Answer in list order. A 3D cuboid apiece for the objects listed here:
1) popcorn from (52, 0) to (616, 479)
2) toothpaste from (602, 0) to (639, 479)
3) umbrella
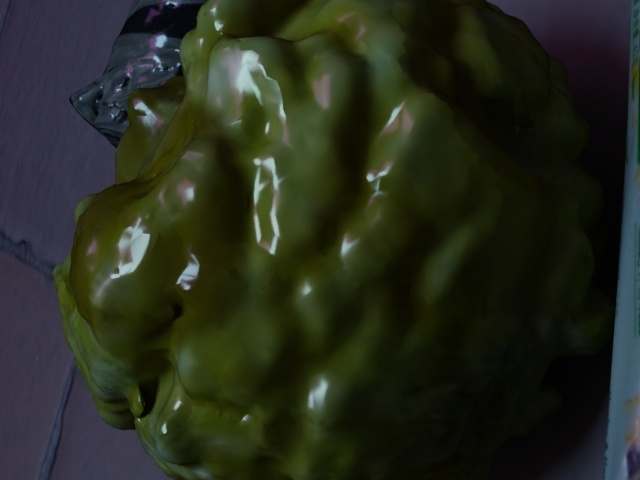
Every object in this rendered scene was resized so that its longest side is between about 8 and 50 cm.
[{"bbox_3d":[0.003,-0.002,0.615,0.225,0.249,0.249,-123,53,-68],"label":"popcorn"},{"bbox_3d":[0.144,-0.002,0.548,0.058,0.056,0.314,128,148,-74],"label":"toothpaste"},{"bbox_3d":[-0.045,-0.213,0.927,0.113,0.106,0.358,22,89,50],"label":"umbrella"}]
